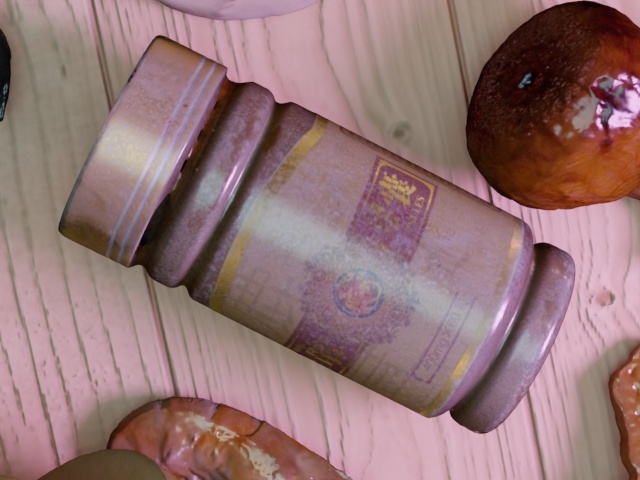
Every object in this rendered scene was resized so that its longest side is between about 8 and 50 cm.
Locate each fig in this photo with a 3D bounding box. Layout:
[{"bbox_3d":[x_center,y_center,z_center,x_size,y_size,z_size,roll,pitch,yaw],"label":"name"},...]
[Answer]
[{"bbox_3d":[0.205,-0.067,1.255,0.201,0.134,0.146,33,124,-26],"label":"fig"}]

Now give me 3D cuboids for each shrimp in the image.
[{"bbox_3d":[-0.047,0.197,1.295,0.236,0.053,0.133,24,93,-1],"label":"shrimp"}]

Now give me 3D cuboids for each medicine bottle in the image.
[{"bbox_3d":[0.000,0.000,1.225,0.322,0.151,0.151,27,95,-5],"label":"medicine bottle"}]

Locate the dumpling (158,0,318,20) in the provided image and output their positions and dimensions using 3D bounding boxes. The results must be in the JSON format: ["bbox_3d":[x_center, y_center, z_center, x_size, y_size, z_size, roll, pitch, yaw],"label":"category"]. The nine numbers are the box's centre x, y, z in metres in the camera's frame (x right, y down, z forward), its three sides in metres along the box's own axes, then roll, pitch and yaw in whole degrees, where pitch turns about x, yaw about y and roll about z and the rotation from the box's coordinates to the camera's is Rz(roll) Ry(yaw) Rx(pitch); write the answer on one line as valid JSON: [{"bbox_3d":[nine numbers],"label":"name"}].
[{"bbox_3d":[-0.054,-0.218,1.214,0.252,0.131,0.179,2,133,-34],"label":"dumpling"}]

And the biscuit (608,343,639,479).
[{"bbox_3d":[0.279,0.187,1.283,0.144,0.040,0.236,-2,78,6],"label":"biscuit"}]

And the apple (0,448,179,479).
[{"bbox_3d":[-0.189,0.272,1.183,0.254,0.292,0.292,-27,97,29],"label":"apple"}]

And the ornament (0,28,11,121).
[{"bbox_3d":[-0.217,-0.212,1.231,0.236,0.080,0.202,-39,92,2],"label":"ornament"}]
